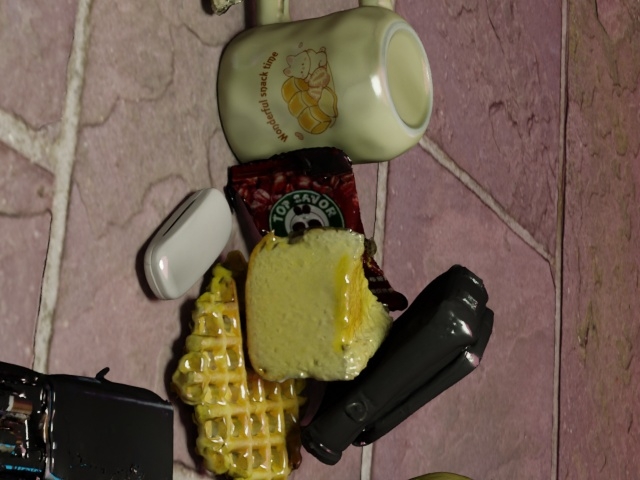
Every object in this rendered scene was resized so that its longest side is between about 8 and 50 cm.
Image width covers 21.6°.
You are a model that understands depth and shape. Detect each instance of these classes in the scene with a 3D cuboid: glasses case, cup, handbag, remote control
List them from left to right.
[{"bbox_3d":[-0.247,0.172,1.472,0.398,0.062,0.145,19,67,-60],"label":"remote control"},{"bbox_3d":[-0.136,0.002,1.742,0.164,0.041,0.063,-55,130,-51],"label":"glasses case"},{"bbox_3d":[0.015,-0.203,1.903,0.173,0.202,0.255,47,44,-49],"label":"cup"},{"bbox_3d":[0.092,0.141,1.896,0.088,0.244,0.275,49,12,-4],"label":"handbag"}]

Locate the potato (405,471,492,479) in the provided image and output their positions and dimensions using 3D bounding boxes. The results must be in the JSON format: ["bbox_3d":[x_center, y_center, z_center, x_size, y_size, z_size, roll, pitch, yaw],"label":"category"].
[{"bbox_3d":[0.094,0.383,1.965,0.299,0.196,0.247,-134,-120,-88],"label":"potato"}]

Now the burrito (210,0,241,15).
[{"bbox_3d":[-0.092,-0.356,1.884,0.058,0.063,0.230,92,4,-65],"label":"burrito"}]

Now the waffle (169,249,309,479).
[{"bbox_3d":[-0.079,0.150,1.817,0.254,0.052,0.245,64,32,-32],"label":"waffle"}]

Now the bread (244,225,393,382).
[{"bbox_3d":[0.002,0.051,1.800,0.169,0.140,0.160,-44,131,-66],"label":"bread"}]

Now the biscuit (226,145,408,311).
[{"bbox_3d":[-0.006,0.001,1.878,0.063,0.151,0.235,-73,147,-56],"label":"biscuit"}]
